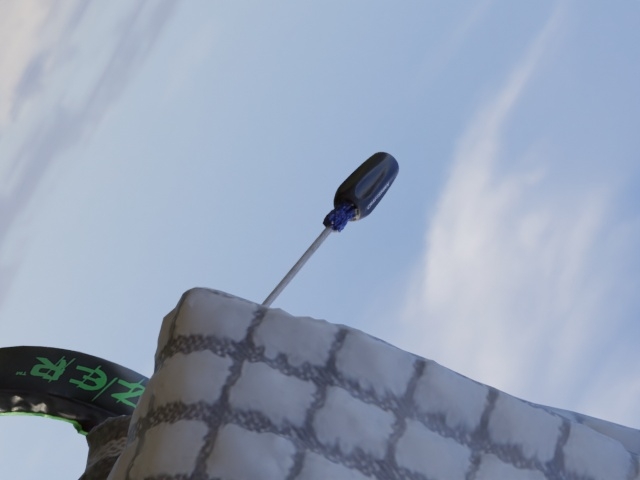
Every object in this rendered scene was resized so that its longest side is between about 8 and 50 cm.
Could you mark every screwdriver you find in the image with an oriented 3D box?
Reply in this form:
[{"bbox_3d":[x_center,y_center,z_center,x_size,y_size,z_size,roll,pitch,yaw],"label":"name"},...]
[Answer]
[{"bbox_3d":[0.000,0.000,0.944,0.025,0.024,0.170,-47,-178,43],"label":"screwdriver"}]

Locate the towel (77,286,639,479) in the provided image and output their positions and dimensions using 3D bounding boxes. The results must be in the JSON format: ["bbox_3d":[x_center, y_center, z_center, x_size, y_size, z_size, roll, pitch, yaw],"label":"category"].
[{"bbox_3d":[0.064,0.163,0.332,0.121,0.284,0.235,122,-13,-45],"label":"towel"}]

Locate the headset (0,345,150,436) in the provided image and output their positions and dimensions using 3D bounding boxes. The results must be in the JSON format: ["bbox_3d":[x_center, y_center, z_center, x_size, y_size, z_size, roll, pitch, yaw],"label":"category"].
[{"bbox_3d":[-0.192,0.246,1.045,0.394,0.243,0.185,-62,-177,33],"label":"headset"}]
